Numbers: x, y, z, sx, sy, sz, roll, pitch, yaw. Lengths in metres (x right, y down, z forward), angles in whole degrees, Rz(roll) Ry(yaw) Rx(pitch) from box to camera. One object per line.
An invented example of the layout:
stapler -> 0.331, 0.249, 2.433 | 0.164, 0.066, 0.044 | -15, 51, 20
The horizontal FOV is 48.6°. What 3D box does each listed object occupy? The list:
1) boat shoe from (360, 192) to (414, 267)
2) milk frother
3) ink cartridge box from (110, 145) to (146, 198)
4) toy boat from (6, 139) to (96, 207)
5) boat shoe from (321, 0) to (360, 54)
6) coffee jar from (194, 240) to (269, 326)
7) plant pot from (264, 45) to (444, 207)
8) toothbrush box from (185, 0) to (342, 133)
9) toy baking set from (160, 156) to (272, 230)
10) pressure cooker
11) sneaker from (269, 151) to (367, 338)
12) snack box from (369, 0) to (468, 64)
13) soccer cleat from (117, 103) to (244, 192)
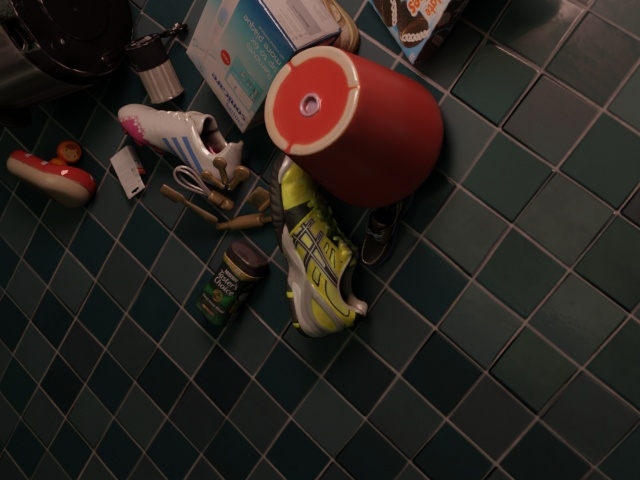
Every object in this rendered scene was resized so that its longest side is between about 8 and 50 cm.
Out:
boat shoe -> 0.117, -0.031, 1.381 | 0.066, 0.066, 0.183 | 28, 105, 25
milk frother -> -0.345, -0.404, 1.597 | 0.143, 0.129, 0.134 | -20, 121, 0
ink cartridge box -> -0.456, -0.163, 1.705 | 0.063, 0.029, 0.115 | -31, 80, 26
toy boat -> -0.651, -0.183, 1.765 | 0.231, 0.151, 0.151 | 24, 75, 25
boat shoe -> -0.055, -0.500, 1.418 | 0.341, 0.110, 0.121 | 49, 113, 17
coffee jar -> -0.193, 0.093, 1.551 | 0.096, 0.079, 0.184 | 41, 110, 20
plant pot -> 0.047, -0.211, 1.274 | 0.275, 0.243, 0.274 | -8, 76, 33
toothbrush box -> -0.120, -0.382, 1.365 | 0.216, 0.126, 0.295 | 56, 148, 4
toy baking set -> -0.211, -0.095, 1.517 | 0.256, 0.030, 0.196 | -12, 128, 31
pressure cooker -> -0.691, -0.492, 1.606 | 0.421, 0.375, 0.369 | -10, 47, 31
sneaker -> 0.000, 0.000, 1.421 | 0.147, 0.145, 0.384 | -10, 99, 20
snack box -> 0.186, -0.474, 1.211 | 0.187, 0.060, 0.322 | 59, 157, 13
soccer cleat -> -0.301, -0.243, 1.563 | 0.331, 0.116, 0.143 | 33, 124, 14
